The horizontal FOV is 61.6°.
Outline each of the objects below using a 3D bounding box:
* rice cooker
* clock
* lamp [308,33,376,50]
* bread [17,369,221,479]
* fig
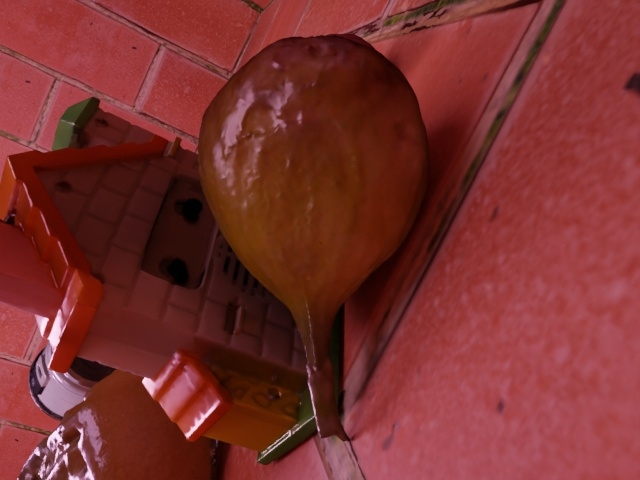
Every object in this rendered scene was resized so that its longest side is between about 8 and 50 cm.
[{"bbox_3d":[-0.583,0.318,1.341,0.227,0.241,0.280,-45,64,38],"label":"rice cooker"},{"bbox_3d":[-0.117,0.020,0.422,0.106,0.255,0.220,-50,24,38],"label":"clock"},{"bbox_3d":[0.011,-0.161,0.543,0.107,0.092,0.107,-18,45,19],"label":"lamp"},{"bbox_3d":[-0.199,0.225,0.559,0.204,0.162,0.262,-47,39,18],"label":"bread"},{"bbox_3d":[0.000,0.000,0.360,0.159,0.159,0.257,-30,61,60],"label":"fig"}]
